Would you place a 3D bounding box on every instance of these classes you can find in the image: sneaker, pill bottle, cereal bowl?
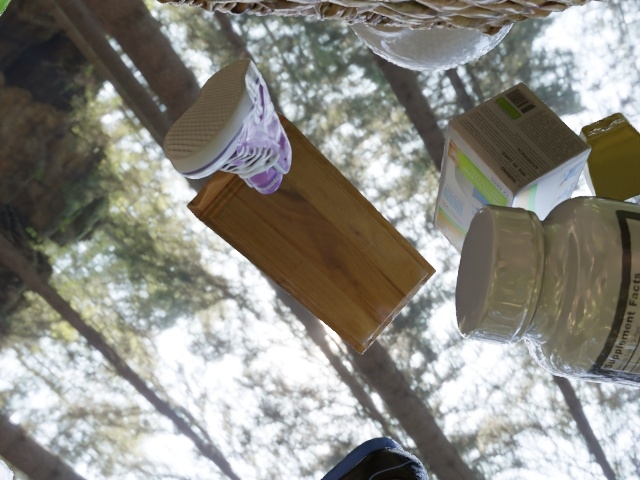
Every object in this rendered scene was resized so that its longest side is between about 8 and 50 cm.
[{"bbox_3d":[0.000,0.268,0.704,0.232,0.081,0.090,-46,-163,-5],"label":"sneaker"},{"bbox_3d":[0.300,0.052,0.788,0.319,0.176,0.176,9,-137,-3],"label":"pill bottle"},{"bbox_3d":[-0.094,-0.113,1.028,0.102,0.161,0.282,-17,-155,19],"label":"sneaker"},{"bbox_3d":[0.134,-0.415,1.271,0.141,0.339,0.339,-32,-151,-35],"label":"cereal bowl"}]

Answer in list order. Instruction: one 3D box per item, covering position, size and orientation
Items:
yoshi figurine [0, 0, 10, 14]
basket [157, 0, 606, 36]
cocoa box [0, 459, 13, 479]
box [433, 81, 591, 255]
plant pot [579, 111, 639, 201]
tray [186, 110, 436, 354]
[{"bbox_3d":[-0.248,-0.239,0.404,0.204,0.362,0.203,17,-113,24],"label":"yoshi figurine"},{"bbox_3d":[0.055,-0.219,0.360,0.299,0.213,0.223,-7,-174,-35],"label":"basket"},{"bbox_3d":[-0.387,0.186,0.458,0.228,0.347,0.231,122,-18,-65],"label":"cocoa box"},{"bbox_3d":[0.207,-0.057,0.931,0.103,0.203,0.114,-30,-117,-15],"label":"box"},{"bbox_3d":[0.346,-0.101,0.969,0.082,0.083,0.081,-22,-159,15],"label":"plant pot"},{"bbox_3d":[0.000,0.000,1.363,0.203,0.411,0.076,-48,-148,-1],"label":"tray"}]
